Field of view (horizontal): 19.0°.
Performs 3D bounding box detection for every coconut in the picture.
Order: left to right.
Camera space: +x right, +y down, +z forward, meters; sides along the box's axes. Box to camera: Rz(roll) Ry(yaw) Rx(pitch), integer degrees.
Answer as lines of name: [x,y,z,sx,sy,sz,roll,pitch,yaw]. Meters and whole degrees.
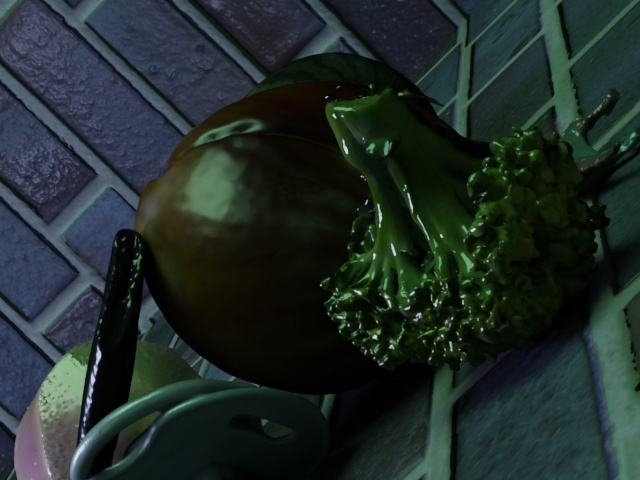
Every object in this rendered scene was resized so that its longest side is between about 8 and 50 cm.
coconut: [-0.220,0.227,2.167,0.233,0.233,0.245,-50,5,-29]

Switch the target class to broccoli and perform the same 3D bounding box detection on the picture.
broccoli: [0.098,0.011,1.584,0.242,0.273,0.180,-21,45,34]

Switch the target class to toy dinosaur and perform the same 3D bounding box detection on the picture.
toy dinosaur: [0.246,-0.071,1.858,0.167,0.053,0.242,-46,8,7]

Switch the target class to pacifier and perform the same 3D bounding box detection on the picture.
pacifier: [-0.114,0.253,1.792,0.279,0.227,0.207,-42,48,28]

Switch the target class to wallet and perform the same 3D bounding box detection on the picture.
wallet: [-0.211,0.156,1.893,0.170,0.044,0.321,-85,6,-48]

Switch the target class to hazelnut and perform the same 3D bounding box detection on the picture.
hazelnut: [0.000,0.000,1.918,0.372,0.315,0.372,-19,31,12]

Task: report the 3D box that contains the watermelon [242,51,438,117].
watermelon: [0.013,-0.093,2.383,0.279,0.279,0.359,-49,6,-25]
